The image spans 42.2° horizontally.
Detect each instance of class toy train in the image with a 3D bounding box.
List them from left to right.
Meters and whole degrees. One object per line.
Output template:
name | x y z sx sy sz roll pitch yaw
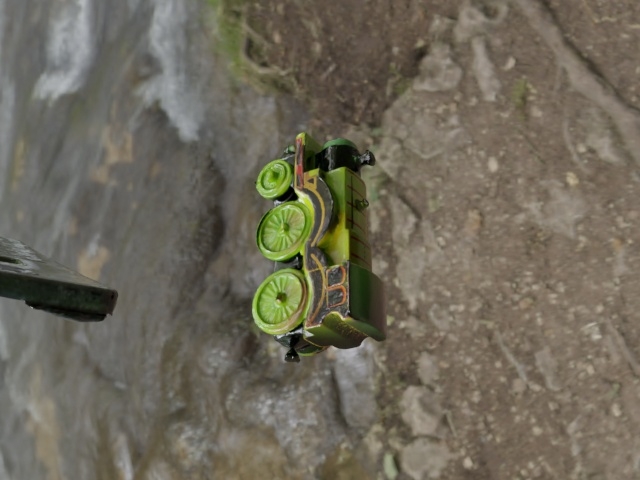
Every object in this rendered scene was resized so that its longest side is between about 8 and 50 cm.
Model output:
toy train | 0.000 0.000 1.016 0.160 0.100 0.296 -18 58 27

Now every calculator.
calculator | -0.224 0.006 0.469 0.261 0.161 0.021 10 87 58
